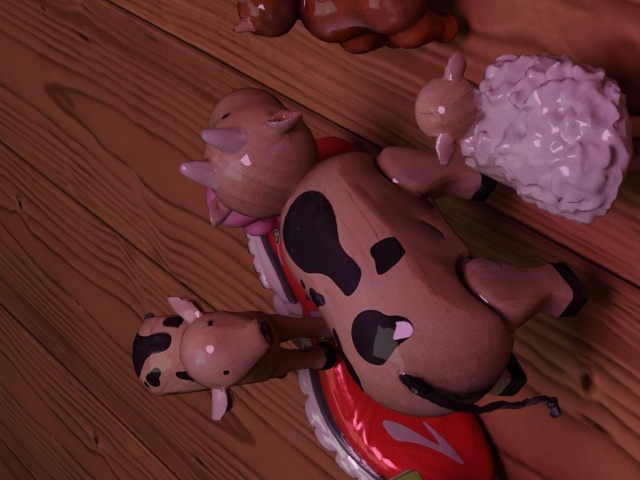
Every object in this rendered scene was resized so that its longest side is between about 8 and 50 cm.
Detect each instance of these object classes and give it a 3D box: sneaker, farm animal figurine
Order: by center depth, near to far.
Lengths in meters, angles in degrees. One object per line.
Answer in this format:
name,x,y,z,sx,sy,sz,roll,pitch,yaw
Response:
farm animal figurine,0.000,0.000,0.927,0.327,0.172,0.330,38,119,40
sneaker,0.038,0.055,1.076,0.279,0.107,0.118,60,141,14

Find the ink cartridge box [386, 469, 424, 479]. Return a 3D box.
ink cartridge box,0.061,0.283,1.031,0.188,0.097,0.255,60,167,22
